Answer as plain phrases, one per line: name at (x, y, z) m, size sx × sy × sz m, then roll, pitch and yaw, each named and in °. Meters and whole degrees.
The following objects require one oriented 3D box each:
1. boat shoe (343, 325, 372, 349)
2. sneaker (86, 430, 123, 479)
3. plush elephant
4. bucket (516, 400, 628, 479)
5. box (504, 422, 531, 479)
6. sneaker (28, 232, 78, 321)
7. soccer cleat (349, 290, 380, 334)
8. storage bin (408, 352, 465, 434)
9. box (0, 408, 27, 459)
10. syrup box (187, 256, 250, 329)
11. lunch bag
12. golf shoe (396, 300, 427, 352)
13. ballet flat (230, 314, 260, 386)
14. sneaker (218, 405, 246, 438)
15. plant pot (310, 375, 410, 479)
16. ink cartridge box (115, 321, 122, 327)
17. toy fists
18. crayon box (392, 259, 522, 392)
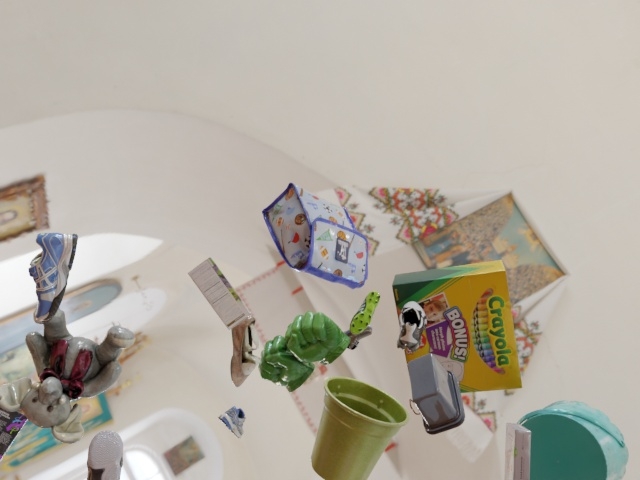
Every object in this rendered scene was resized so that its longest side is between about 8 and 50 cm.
boat shoe at (0.110, 0.369, 2.195) m, size 0.066 × 0.183 × 0.066 m, roll 65°, pitch 6°, yaw -53°
sneaker at (-0.553, 0.624, 1.514) m, size 0.153 × 0.102 × 0.268 m, roll 131°, pitch -35°, yaw -65°
plush elephant at (-0.688, 0.372, 1.573) m, size 0.272 × 0.255 × 0.329 m, roll 24°, pitch -57°, yaw -7°
bucket at (0.647, 0.565, 1.576) m, size 0.281 × 0.183 × 0.280 m, roll -6°, pitch -100°, yaw 35°
box at (0.450, 0.522, 1.368) m, size 0.145 × 0.038 × 0.186 m, roll 49°, pitch 46°, yaw -76°
sneaker at (-0.577, 0.074, 1.265) m, size 0.211 × 0.081 × 0.080 m, roll -70°, pitch -156°, yaw 13°
soccer cleat at (0.151, 0.252, 2.050) m, size 0.060 × 0.178 × 0.072 m, roll 34°, pitch -27°, yaw 1°
storage bin at (0.213, 0.295, 1.172) m, size 0.091 × 0.098 × 0.135 m, roll 55°, pitch 21°, yaw -27°
box at (-1.035, 0.614, 1.911) m, size 0.116 × 0.162 × 0.029 m, roll 32°, pitch -30°, yaw -11°
syrup box at (-0.337, 0.178, 2.003) m, size 0.236 × 0.096 × 0.093 m, roll 54°, pitch -9°, yaw -1°
lunch bag at (0.000, 0.000, 2.300) m, size 0.239 × 0.328 × 0.385 m, roll -45°, pitch -135°, yaw 25°
golf shoe at (0.247, 0.204, 1.571) m, size 0.077 × 0.198 × 0.093 m, roll 7°, pitch -61°, yaw 6°
ballet flat at (-0.287, 0.428, 2.293) m, size 0.106 × 0.107 × 0.315 m, roll 7°, pitch -72°, yaw 21°
sneaker at (-0.214, 0.466, 1.537) m, size 0.052 × 0.058 × 0.135 m, roll 36°, pitch -21°, yaw 25°
plant pot at (0.096, 0.590, 1.800) m, size 0.276 × 0.276 × 0.253 m, roll 28°, pitch -80°, yaw 48°
ink cartridge box at (-0.706, 0.329, 2.095) m, size 0.083 × 0.028 × 0.048 m, roll 61°, pitch -17°, yaw 24°
toy fists at (-0.058, 0.291, 1.565) m, size 0.142 × 0.096 × 0.279 m, roll 42°, pitch -58°, yaw -7°
crayon box at (0.397, 0.260, 1.731) m, size 0.313 × 0.106 × 0.362 m, roll -9°, pitch -75°, yaw 15°
